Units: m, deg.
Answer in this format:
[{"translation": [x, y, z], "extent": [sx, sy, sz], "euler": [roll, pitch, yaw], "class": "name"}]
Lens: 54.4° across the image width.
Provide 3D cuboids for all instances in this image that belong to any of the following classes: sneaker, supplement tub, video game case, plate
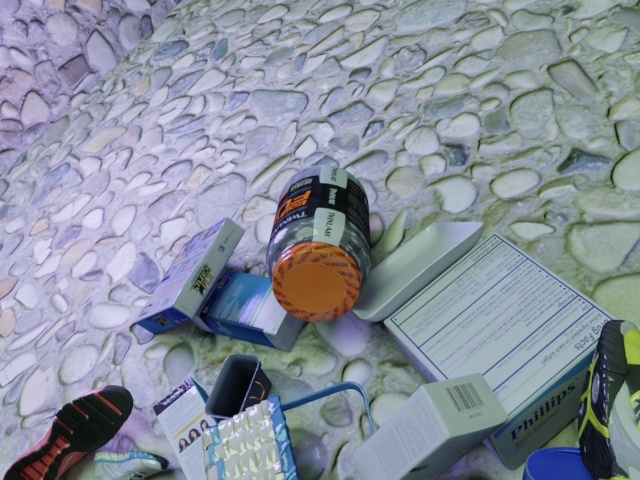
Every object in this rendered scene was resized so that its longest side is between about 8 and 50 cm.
[{"translation": [-0.525, 0.404, 1.315], "extent": [0.314, 0.116, 0.136], "euler": [-41, 8, 0], "class": "sneaker"}, {"translation": [0.406, 0.255, 0.753], "extent": [0.147, 0.145, 0.385], "euler": [5, 40, 12], "class": "sneaker"}, {"translation": [0.000, 0.000, 1.279], "extent": [0.207, 0.207, 0.338], "euler": [-19, 28, 13], "class": "supplement tub"}, {"translation": [-0.306, 0.087, 1.449], "extent": [0.269, 0.061, 0.244], "euler": [-23, 35, 54], "class": "video game case"}, {"translation": [-0.379, 0.465, 1.235], "extent": [0.190, 0.071, 0.083], "euler": [-15, 51, 29], "class": "sneaker"}, {"translation": [0.172, 0.062, 1.217], "extent": [0.278, 0.045, 0.277], "euler": [-38, 7, -6], "class": "plate"}]

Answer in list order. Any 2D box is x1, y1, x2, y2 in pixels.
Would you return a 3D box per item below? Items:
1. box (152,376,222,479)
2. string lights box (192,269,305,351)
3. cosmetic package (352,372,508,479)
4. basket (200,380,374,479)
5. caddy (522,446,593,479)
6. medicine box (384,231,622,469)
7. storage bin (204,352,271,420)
[{"translation": [-0.236, 0.387, 1.221], "extent": [0.100, 0.060, 0.244], "euler": [-39, 44, -7], "class": "box"}, {"translation": [-0.157, 0.148, 1.382], "extent": [0.259, 0.077, 0.133], "euler": [7, 55, 34], "class": "string lights box"}, {"translation": [0.153, 0.293, 0.915], "extent": [0.117, 0.231, 0.085], "euler": [-3, 49, -31], "class": "cosmetic package"}, {"translation": [-0.038, 0.374, 1.024], "extent": [0.288, 0.201, 0.255], "euler": [-14, 49, -1], "class": "basket"}, {"translation": [0.368, 0.419, 0.772], "extent": [0.341, 0.179, 0.241], "euler": [12, 36, 37], "class": "caddy"}, {"translation": [0.304, 0.173, 1.046], "extent": [0.263, 0.149, 0.289], "euler": [-38, 44, -6], "class": "medicine box"}, {"translation": [-0.147, 0.304, 1.224], "extent": [0.098, 0.091, 0.135], "euler": [-1, 52, 29], "class": "storage bin"}]
